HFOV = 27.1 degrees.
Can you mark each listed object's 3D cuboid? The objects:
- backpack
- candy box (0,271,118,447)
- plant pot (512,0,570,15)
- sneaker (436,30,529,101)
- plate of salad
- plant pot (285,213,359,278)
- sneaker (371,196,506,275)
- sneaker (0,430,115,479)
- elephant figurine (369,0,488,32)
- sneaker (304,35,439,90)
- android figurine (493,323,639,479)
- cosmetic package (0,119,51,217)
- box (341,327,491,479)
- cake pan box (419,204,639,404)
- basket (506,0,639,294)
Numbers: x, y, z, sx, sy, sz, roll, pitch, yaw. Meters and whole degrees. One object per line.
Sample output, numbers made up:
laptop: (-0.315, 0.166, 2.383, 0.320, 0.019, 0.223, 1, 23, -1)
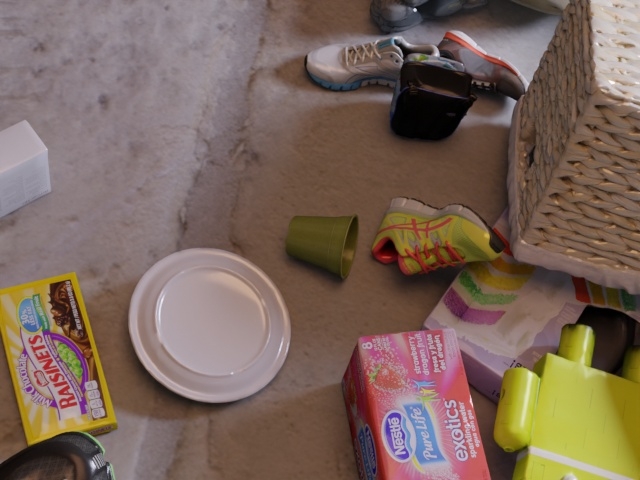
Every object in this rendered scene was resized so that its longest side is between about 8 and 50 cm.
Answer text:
backpack: (0.146, -0.191, 1.779, 0.105, 0.114, 0.084, 10, 58, -6)
candy box: (-0.315, 0.140, 1.565, 0.105, 0.027, 0.206, -15, 63, -13)
plant pot: (0.325, -0.432, 1.887, 0.284, 0.284, 0.191, 23, 93, 5)
sneaker: (0.222, -0.227, 1.854, 0.158, 0.061, 0.065, 36, 75, 21)
plate of salad: (-0.134, 0.103, 1.603, 0.199, 0.048, 0.200, 7, 64, -15)
plant pot: (0.000, 0.000, 1.672, 0.079, 0.083, 0.083, 12, 58, 12)
sneaker: (0.142, 0.009, 1.646, 0.081, 0.208, 0.094, 47, 69, -29)
sneaker: (-0.405, 0.352, 1.323, 0.482, 0.202, 0.185, -34, 71, -24)
elephant figurine: (0.109, -0.431, 1.881, 0.169, 0.186, 0.239, -26, 74, 2)
sneaker: (0.074, -0.253, 1.824, 0.190, 0.083, 0.071, 0, 61, -7)
android figurine: (0.314, 0.234, 1.521, 0.248, 0.056, 0.273, 20, 61, -5)
cosmetic package: (-0.447, -0.051, 1.616, 0.239, 0.099, 0.060, -30, 66, -24)
box: (0.110, 0.242, 1.512, 0.122, 0.128, 0.257, -4, 61, -12)
cake pan box: (0.289, 0.105, 1.657, 0.267, 0.070, 0.246, 35, 63, 11)
basket: (0.428, -0.123, 1.645, 0.331, 0.266, 0.328, 16, 40, -5)
